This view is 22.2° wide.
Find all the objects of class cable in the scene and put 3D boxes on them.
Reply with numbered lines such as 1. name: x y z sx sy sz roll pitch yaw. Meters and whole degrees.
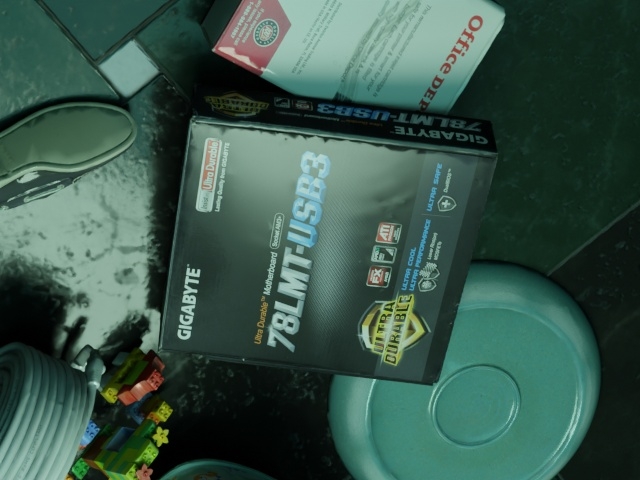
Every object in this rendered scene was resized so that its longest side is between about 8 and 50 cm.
1. cable: -0.322 0.222 1.584 0.089 0.257 0.257 36 113 -20

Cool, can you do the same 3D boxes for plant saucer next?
1. plant saucer: 0.166 0.176 1.800 0.318 0.043 0.317 -4 112 -11

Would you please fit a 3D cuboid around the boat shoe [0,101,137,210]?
1. boat shoe: -0.278 -0.076 1.599 0.206 0.075 0.065 -20 157 -11

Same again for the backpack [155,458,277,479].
1. backpack: -0.121 0.353 1.718 0.225 0.191 0.253 26 110 -25

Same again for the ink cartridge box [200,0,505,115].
1. ink cartridge box: 0.031 -0.214 1.583 0.237 0.100 0.172 26 104 -21

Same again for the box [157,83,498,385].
1. box: 0.000 0.000 1.612 0.293 0.073 0.295 7 125 -8

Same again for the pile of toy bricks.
1. pile of toy bricks: -0.202 0.219 1.648 0.118 0.105 0.212 51 60 -30
